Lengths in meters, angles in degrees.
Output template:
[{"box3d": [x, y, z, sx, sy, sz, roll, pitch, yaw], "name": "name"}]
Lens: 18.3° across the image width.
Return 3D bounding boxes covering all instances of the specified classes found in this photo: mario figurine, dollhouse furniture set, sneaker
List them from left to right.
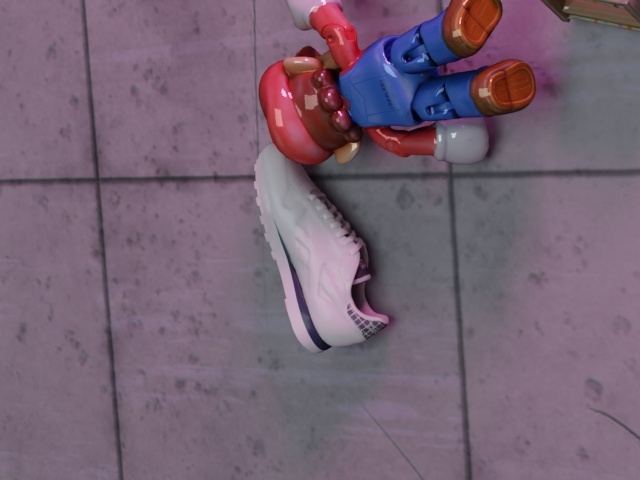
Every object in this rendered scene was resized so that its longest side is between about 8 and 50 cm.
[{"box3d": [0.000, 0.000, 2.131, 0.095, 0.090, 0.235, -20, 89, 24], "name": "sneaker"}, {"box3d": [0.073, -0.176, 2.018, 0.320, 0.170, 0.198, -10, 77, 44], "name": "mario figurine"}, {"box3d": [0.259, -0.294, 1.898, 0.182, 0.101, 0.161, 17, 83, 34], "name": "dollhouse furniture set"}]
